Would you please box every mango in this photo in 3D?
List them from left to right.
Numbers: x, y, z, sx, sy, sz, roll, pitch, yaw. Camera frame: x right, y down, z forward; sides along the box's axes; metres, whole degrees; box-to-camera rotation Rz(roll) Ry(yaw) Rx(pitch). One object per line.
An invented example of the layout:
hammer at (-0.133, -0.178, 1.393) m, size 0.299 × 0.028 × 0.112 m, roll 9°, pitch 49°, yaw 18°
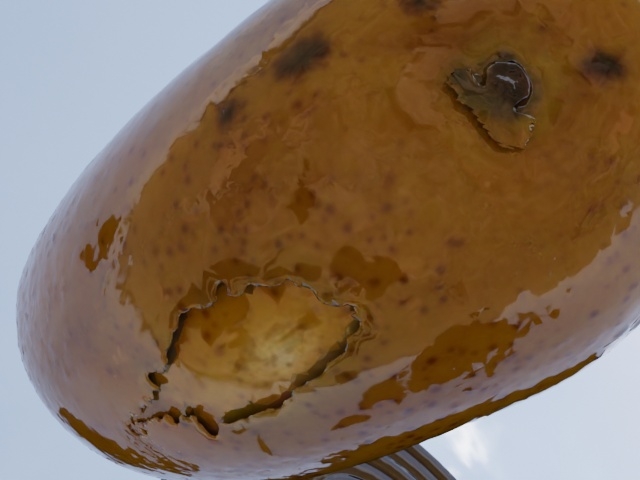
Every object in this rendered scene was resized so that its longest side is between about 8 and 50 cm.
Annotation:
mango at (0.000, 0.000, 0.679) m, size 0.290 × 0.191 × 0.160 m, roll -27°, pitch -83°, yaw 38°

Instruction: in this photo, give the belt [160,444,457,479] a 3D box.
belt at (0.035, 0.264, 1.238) m, size 0.122 × 0.217 × 0.339 m, roll -27°, pitch -81°, yaw 45°
